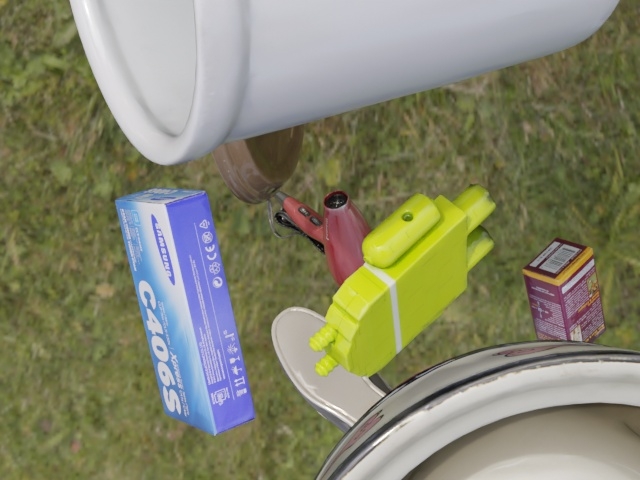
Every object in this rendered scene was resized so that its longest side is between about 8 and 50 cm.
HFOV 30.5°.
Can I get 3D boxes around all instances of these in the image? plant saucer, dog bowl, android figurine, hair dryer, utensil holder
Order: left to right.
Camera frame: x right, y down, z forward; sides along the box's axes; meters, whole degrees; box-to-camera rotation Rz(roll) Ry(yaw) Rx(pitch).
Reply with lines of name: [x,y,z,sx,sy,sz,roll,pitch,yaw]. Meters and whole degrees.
plant saucer: [-0.079,-0.184,1.487,0.041,0.278,0.278,-3,135,21]
hair dryer: [0.000,0.000,1.700,0.223,0.080,0.293,44,158,-1]
utensil holder: [0.015,-0.261,0.944,0.385,0.327,0.327,-16,138,-23]
android figurine: [0.094,0.054,1.352,0.273,0.056,0.248,-41,152,-16]
dog bowl: [0.157,0.252,0.810,0.408,0.150,0.408,-1,102,-5]

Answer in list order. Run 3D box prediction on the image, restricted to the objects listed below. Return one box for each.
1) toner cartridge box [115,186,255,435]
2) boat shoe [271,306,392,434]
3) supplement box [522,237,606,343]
toner cartridge box: [-0.200,0.100,1.726,0.075,0.165,0.348,-19,104,-33]
boat shoe: [0.052,0.234,1.689,0.335,0.112,0.095,42,161,21]
supplement box: [0.427,0.104,2.050,0.081,0.104,0.188,21,139,44]
